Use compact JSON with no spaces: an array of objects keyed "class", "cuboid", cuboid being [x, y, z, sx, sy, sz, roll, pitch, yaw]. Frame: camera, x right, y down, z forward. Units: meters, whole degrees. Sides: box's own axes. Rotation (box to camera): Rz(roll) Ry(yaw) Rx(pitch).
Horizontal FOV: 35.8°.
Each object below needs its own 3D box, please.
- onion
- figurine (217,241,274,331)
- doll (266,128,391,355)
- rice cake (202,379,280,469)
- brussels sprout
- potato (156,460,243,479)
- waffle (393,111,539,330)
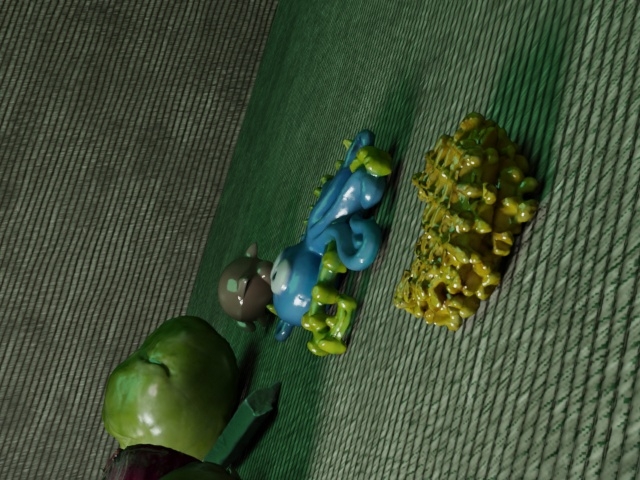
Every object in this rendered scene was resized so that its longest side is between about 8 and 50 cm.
[{"class":"onion","cuboid":[-0.235,0.435,1.482,0.230,0.256,0.272,-34,50,26]},{"class":"figurine","cuboid":[-0.127,0.089,1.815,0.125,0.125,0.138,-90,6,-55]},{"class":"doll","cuboid":[0.000,0.000,1.397,0.346,0.099,0.341,-116,43,-69]},{"class":"rice cake","cuboid":[-0.131,0.320,1.656,0.081,0.051,0.290,-39,-11,-39]},{"class":"brussels sprout","cuboid":[-0.283,0.299,1.883,0.273,0.243,0.316,-75,7,-46]},{"class":"potato","cuboid":[-0.180,0.450,1.258,0.326,0.221,0.243,-65,13,6]},{"class":"waffle","cuboid":[0.126,-0.016,0.929,0.193,0.070,0.197,-87,20,-49]}]
